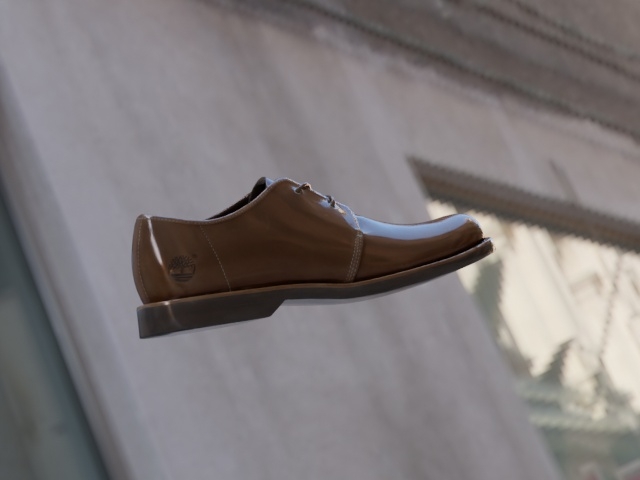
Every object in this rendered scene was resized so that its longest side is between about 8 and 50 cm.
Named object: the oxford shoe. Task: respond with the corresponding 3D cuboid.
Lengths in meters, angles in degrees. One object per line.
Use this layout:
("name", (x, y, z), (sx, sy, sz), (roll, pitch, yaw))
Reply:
("oxford shoe", (0.000, 0.000, 1.027), (0.212, 0.076, 0.076), (-7, -6, -29))
